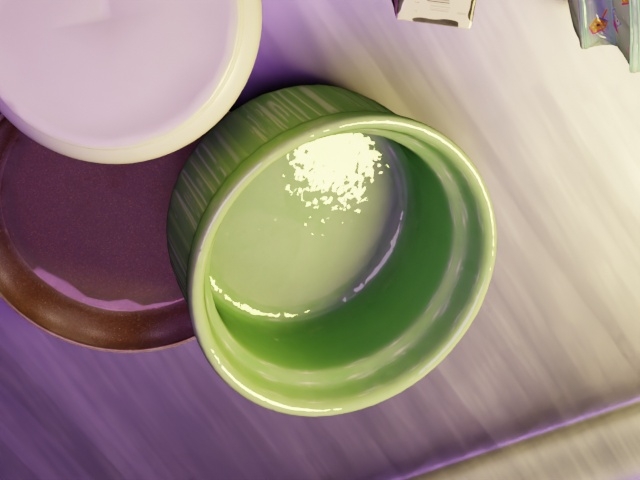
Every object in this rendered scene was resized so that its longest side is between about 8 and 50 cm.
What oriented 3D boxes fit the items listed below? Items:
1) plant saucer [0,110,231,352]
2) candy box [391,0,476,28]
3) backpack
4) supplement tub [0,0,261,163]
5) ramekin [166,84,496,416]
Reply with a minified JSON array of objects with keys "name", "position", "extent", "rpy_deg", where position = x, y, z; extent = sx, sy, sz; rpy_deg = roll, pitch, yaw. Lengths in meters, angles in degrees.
[{"name":"plant saucer","position":[-0.196,-0.033,1.510],"extent":[0.310,0.050,0.311],"rpy_deg":[-1,118,-1]},{"name":"candy box","position":[0.107,-0.306,1.318],"extent":[0.070,0.165,0.196],"rpy_deg":[6,117,-5]},{"name":"backpack","position":[0.291,-0.238,1.345],"extent":[0.144,0.188,0.166],"rpy_deg":[-7,117,2]},{"name":"supplement tub","position":[-0.168,-0.188,1.254],"extent":[0.235,0.325,0.236],"rpy_deg":[-1,98,-4]},{"name":"ramekin","position":[0.000,0.000,1.436],"extent":[0.303,0.148,0.303],"rpy_deg":[-10,118,-19]}]
